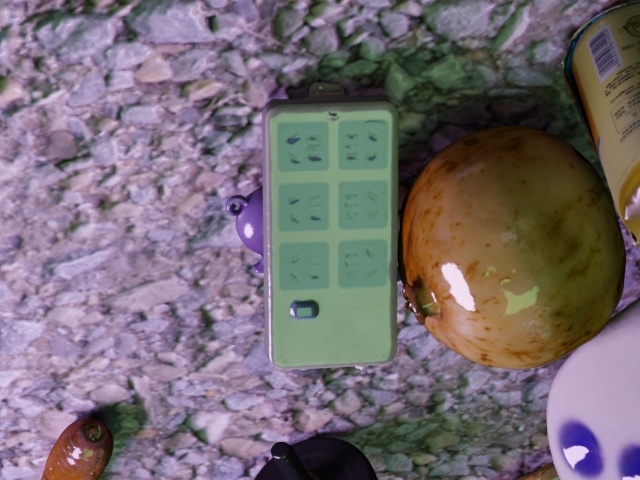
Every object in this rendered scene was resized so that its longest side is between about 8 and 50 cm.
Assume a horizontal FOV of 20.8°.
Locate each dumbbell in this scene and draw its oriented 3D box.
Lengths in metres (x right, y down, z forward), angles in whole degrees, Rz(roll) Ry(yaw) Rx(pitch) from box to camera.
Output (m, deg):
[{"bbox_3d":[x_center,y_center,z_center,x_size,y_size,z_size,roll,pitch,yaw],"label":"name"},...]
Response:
[{"bbox_3d":[0.018,0.314,1.844,0.143,0.143,0.325,-21,133,8],"label":"dumbbell"}]

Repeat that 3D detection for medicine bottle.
[{"bbox_3d":[0.287,-0.089,1.460,0.124,0.238,0.124,-4,134,-4],"label":"medicine bottle"}]

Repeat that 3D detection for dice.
[{"bbox_3d":[0.418,0.165,1.631,0.304,0.277,0.304,-22,159,-28],"label":"dice"}]

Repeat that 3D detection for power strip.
[{"bbox_3d":[0.008,-0.004,1.539,0.118,0.046,0.270,-3,107,-10],"label":"power strip"}]

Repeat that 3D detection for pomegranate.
[{"bbox_3d":[0.160,0.010,1.550,0.215,0.215,0.215,-6,133,-6],"label":"pomegranate"}]

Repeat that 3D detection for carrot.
[{"bbox_3d":[-0.271,0.269,1.803,0.059,0.059,0.248,11,132,-21],"label":"carrot"}]

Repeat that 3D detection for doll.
[{"bbox_3d":[0.000,0.000,1.602,0.206,0.067,0.110,24,113,-28],"label":"doll"}]

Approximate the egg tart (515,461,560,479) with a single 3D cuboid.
[{"bbox_3d":[0.288,0.385,1.974,0.341,0.132,0.341,-6,132,-7],"label":"egg tart"}]
